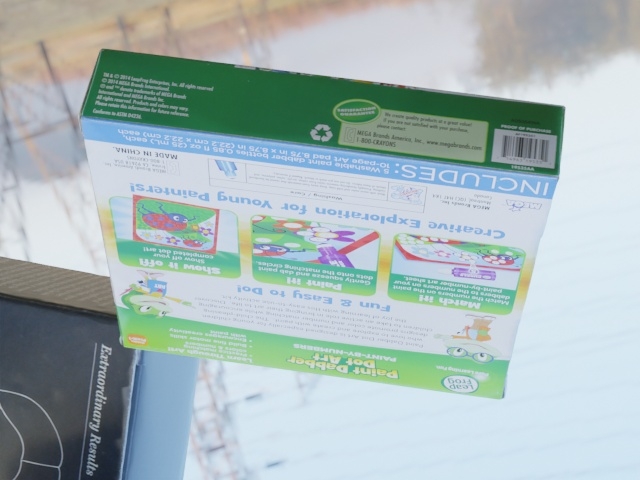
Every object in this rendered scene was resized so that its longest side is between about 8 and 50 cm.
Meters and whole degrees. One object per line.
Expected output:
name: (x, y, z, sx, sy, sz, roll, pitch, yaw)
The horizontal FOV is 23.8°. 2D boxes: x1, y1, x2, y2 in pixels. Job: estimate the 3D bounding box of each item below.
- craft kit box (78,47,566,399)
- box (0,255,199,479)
craft kit box: (0.000, 0.000, 0.878, 0.250, 0.246, 0.061, 8, -125, 3)
box: (-0.339, 0.170, 1.472, 0.396, 0.293, 0.212, 10, -173, 11)
